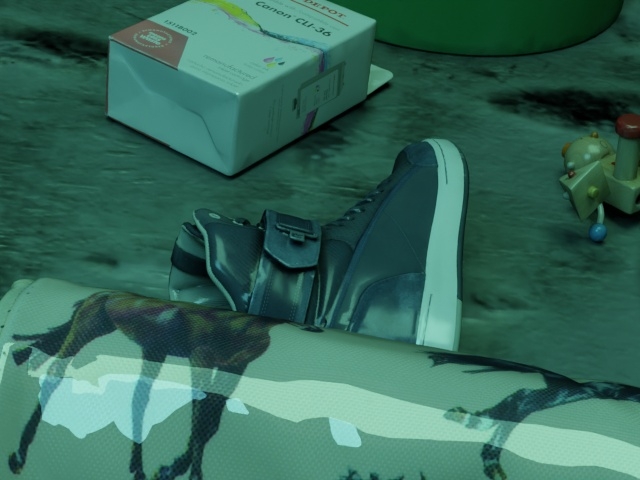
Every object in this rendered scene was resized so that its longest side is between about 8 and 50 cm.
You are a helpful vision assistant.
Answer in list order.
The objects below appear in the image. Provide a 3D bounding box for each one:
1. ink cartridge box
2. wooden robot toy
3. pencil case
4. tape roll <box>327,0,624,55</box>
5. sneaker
[{"bbox_3d":[-0.042,-0.127,1.177,0.115,0.067,0.198,26,37,26],"label":"ink cartridge box"},{"bbox_3d":[0.201,-0.060,1.130,0.173,0.076,0.079,-20,31,-36],"label":"wooden robot toy"},{"bbox_3d":[0.051,0.138,0.717,0.410,0.183,0.160,10,5,2],"label":"pencil case"},{"bbox_3d":[0.102,-0.261,1.405,0.321,0.077,0.321,5,33,-3],"label":"tape roll"},{"bbox_3d":[0.000,-0.001,0.978,0.163,0.086,0.226,11,34,-1],"label":"sneaker"}]
